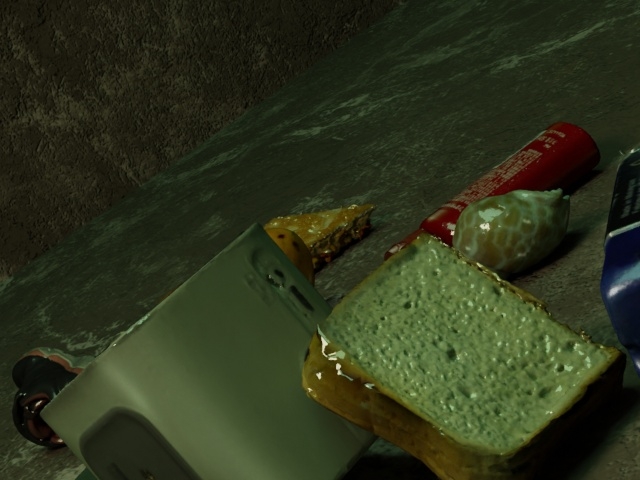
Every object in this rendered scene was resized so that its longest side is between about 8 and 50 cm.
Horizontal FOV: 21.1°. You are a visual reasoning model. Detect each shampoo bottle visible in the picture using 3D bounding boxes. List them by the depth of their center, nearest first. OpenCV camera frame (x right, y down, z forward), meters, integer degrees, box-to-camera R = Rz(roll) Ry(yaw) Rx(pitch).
[{"bbox_3d":[0.225,-0.044,2.264,0.314,0.076,0.118,-36,21,-19],"label":"shampoo bottle"}]

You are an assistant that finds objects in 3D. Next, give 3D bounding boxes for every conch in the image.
[{"bbox_3d":[0.228,-0.004,2.090,0.173,0.106,0.116,-14,-10,-10],"label":"conch"}]

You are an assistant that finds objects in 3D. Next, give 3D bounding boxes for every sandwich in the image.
[{"bbox_3d":[0.133,0.124,1.636,0.251,0.087,0.226,30,46,24],"label":"sandwich"}]

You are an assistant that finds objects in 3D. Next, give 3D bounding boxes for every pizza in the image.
[{"bbox_3d":[0.000,0.000,2.598,0.199,0.062,0.188,-22,28,8],"label":"pizza"}]

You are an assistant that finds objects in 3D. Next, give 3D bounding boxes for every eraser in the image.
[{"bbox_3d":[0.346,0.017,1.676,0.101,0.155,0.332,-23,17,21],"label":"eraser"}]

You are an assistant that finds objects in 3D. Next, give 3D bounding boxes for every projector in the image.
[{"bbox_3d":[-0.096,0.169,1.749,0.248,0.249,0.248,-42,0,-38],"label":"projector"}]

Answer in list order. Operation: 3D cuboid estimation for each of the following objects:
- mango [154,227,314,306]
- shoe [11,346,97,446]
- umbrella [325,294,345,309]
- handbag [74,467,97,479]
[{"bbox_3d":[-0.111,0.100,2.215,0.290,0.160,0.191,-48,-26,19],"label":"mango"},{"bbox_3d":[-0.380,0.236,2.478,0.137,0.114,0.291,-43,22,-23],"label":"shoe"},{"bbox_3d":[0.047,0.134,2.054,0.073,0.067,0.337,-42,16,-1],"label":"umbrella"},{"bbox_3d":[-0.216,0.304,1.986,0.247,0.079,0.260,-17,19,40],"label":"handbag"}]
